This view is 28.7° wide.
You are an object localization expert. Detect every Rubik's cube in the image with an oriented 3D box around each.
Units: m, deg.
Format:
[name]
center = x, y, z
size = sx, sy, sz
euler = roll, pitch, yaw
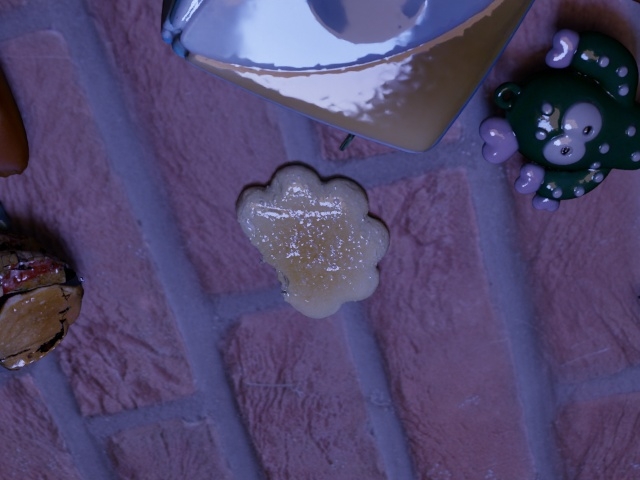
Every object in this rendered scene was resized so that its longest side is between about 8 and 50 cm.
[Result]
[Rubik's cube]
center = 0.041, -0.346, 1.392
size = 0.347, 0.352, 0.352
euler = 22, 121, -16

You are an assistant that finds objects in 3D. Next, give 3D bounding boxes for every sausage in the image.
[sausage]
center = -0.453, -0.212, 1.608
size = 0.089, 0.083, 0.300
euler = -14, 124, 5

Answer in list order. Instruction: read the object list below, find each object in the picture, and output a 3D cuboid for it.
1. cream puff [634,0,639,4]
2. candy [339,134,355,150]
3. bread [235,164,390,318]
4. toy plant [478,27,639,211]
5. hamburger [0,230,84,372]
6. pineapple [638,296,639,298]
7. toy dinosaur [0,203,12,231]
[cream puff]
center = 0.452, -0.400, 1.405
size = 0.350, 0.229, 0.350
euler = -19, 142, -16
[candy]
center = 0.077, -0.186, 1.683
size = 0.055, 0.049, 0.185
euler = 30, 125, -12
[bread]
center = 0.000, 0.000, 1.791
size = 0.181, 0.039, 0.251
euler = -24, 120, 12
[toy plant]
center = 0.333, -0.158, 1.667
size = 0.232, 0.112, 0.243
euler = -40, 122, 15
[hamburger]
center = -0.445, 0.089, 1.755
size = 0.231, 0.107, 0.231
euler = -25, 139, -23
[pineapple]
center = 0.551, 0.194, 1.907
size = 0.130, 0.119, 0.277
euler = 15, 133, 41
[toy dinosaur]
center = -0.666, 0.025, 1.751
size = 0.383, 0.129, 0.331
euler = 23, 108, -15
